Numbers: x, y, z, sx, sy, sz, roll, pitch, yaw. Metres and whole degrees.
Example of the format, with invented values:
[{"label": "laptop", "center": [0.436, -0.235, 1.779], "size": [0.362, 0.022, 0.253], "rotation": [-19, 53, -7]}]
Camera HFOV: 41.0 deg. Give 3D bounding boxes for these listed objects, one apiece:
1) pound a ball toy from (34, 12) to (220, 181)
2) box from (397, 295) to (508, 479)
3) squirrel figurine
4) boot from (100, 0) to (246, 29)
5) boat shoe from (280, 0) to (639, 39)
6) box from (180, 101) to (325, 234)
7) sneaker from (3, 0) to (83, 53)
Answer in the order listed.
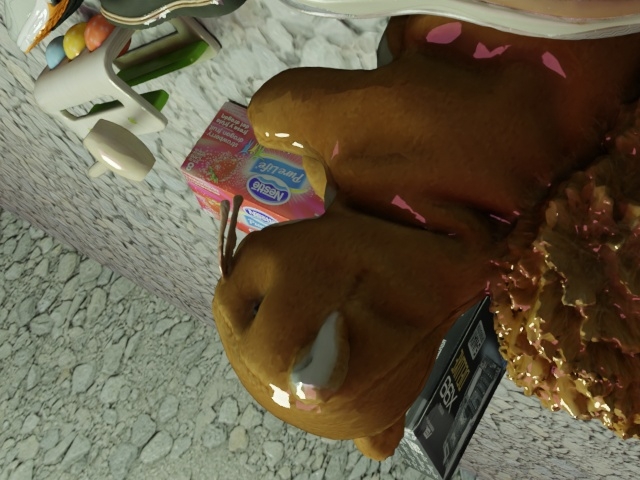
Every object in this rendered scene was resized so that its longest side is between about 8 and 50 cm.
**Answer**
[{"label": "pound a ball toy", "center": [-0.267, -0.183, 1.037], "size": [0.136, 0.208, 0.319], "rotation": [41, 161, -27]}, {"label": "box", "center": [0.193, 0.216, 1.303], "size": [0.077, 0.242, 0.307], "rotation": [22, 160, 27]}, {"label": "squirrel figurine", "center": [0.117, -0.011, 0.600], "size": [0.397, 0.370, 0.281], "rotation": [24, 161, 22]}, {"label": "boot", "center": [-0.174, -0.285, 0.841], "size": [0.198, 0.076, 0.137], "rotation": [0, 147, 35]}, {"label": "boat shoe", "center": [0.102, -0.190, 0.469], "size": [0.325, 0.123, 0.116], "rotation": [2, 154, 18]}, {"label": "box", "center": [-0.038, -0.063, 1.124], "size": [0.257, 0.122, 0.128], "rotation": [25, 160, 20]}, {"label": "sneaker", "center": [-0.347, -0.320, 1.016], "size": [0.121, 0.099, 0.262], "rotation": [43, 152, -12]}]
